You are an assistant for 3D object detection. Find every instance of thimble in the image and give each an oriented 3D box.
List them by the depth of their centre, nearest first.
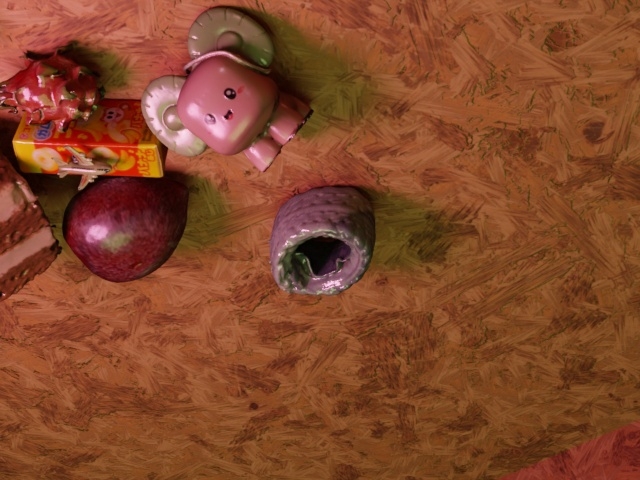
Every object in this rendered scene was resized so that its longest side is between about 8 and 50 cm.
[{"bbox_3d":[0.000,0.000,1.985,0.250,0.172,0.205,-32,123,30],"label":"thimble"}]

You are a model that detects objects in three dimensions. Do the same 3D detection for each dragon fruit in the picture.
[{"bbox_3d":[-0.516,-0.279,1.726,0.235,0.137,0.135,2,135,5],"label":"dragon fruit"}]

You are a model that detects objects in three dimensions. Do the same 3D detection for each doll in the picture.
[{"bbox_3d":[-0.164,-0.256,1.712,0.268,0.216,0.284,40,106,-7],"label":"doll"}]

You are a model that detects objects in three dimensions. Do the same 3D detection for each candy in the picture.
[{"bbox_3d":[-0.431,-0.199,1.803,0.276,0.146,0.088,3,137,2],"label":"candy"}]

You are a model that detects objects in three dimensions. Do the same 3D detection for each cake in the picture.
[{"bbox_3d":[-0.696,-0.038,1.840,0.282,0.255,0.290,-38,145,-17],"label":"cake"}]

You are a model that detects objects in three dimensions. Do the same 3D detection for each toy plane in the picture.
[{"bbox_3d":[-0.438,-0.136,1.737,0.111,0.040,0.102,-3,138,5],"label":"toy plane"}]

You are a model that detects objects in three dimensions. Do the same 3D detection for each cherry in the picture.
[{"bbox_3d":[-0.400,-0.030,1.951,0.300,0.203,0.230,-30,128,13],"label":"cherry"}]
